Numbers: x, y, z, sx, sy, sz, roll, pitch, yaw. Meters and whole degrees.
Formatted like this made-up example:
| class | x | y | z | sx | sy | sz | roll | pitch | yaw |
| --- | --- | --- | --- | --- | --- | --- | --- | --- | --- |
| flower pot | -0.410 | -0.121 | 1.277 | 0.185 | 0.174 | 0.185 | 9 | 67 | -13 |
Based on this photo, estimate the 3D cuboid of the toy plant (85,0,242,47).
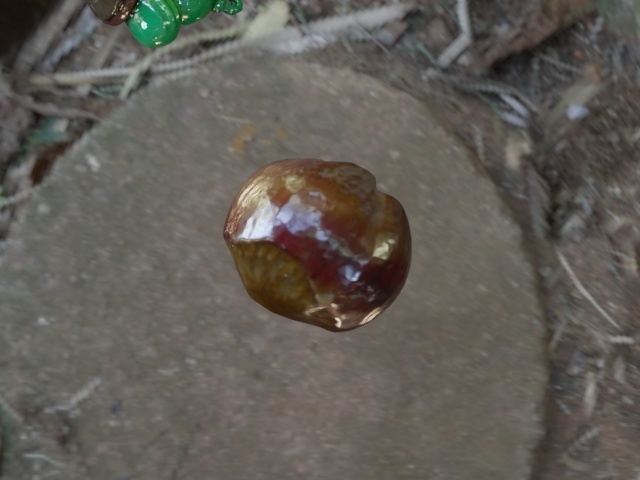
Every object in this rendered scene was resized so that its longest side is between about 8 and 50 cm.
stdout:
| class | x | y | z | sx | sy | sz | roll | pitch | yaw |
| --- | --- | --- | --- | --- | --- | --- | --- | --- | --- |
| toy plant | -0.166 | -0.250 | 1.555 | 0.105 | 0.200 | 0.143 | -51 | 24 | 43 |

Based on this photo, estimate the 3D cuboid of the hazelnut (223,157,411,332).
| class | x | y | z | sx | sy | sz | roll | pitch | yaw |
| --- | --- | --- | --- | --- | --- | --- | --- | --- | --- |
| hazelnut | -0.004 | 0.006 | 1.709 | 0.202 | 0.160 | 0.170 | 30 | 128 | -4 |
